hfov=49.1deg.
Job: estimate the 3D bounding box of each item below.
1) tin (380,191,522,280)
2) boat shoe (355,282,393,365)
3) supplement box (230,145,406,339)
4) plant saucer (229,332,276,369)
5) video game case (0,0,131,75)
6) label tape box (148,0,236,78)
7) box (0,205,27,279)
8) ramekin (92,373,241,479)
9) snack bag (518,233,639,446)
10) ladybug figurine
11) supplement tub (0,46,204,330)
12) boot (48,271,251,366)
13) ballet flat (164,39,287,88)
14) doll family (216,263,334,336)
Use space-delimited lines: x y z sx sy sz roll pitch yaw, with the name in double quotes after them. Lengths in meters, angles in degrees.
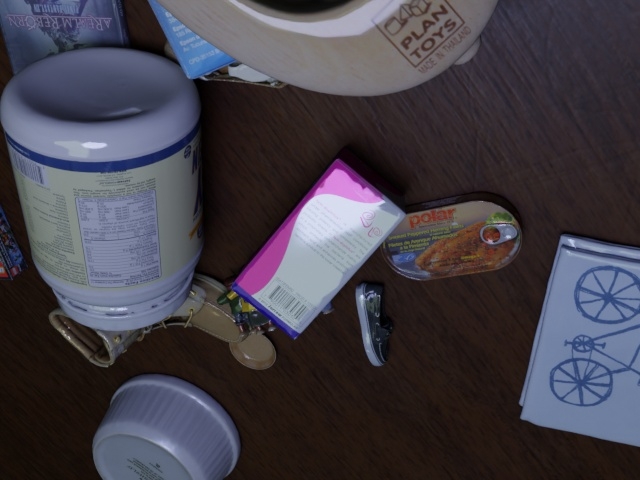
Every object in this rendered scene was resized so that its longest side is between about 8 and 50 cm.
0.172 -0.006 0.932 0.189 0.040 0.106 -10 120 25 "tin"
0.085 0.127 1.040 0.040 0.049 0.142 -4 117 22 "boat shoe"
0.000 0.000 0.914 0.111 0.114 0.220 40 107 -6 "supplement box"
-0.111 0.178 1.165 0.083 0.015 0.084 9 123 15 "plant saucer"
-0.356 -0.348 0.924 0.195 0.026 0.274 7 122 17 "video game case"
-0.097 -0.379 0.715 0.249 0.115 0.348 -19 113 13 "label tape box"
-0.647 -0.011 1.230 0.232 0.044 0.159 1 120 20 "box"
-0.294 0.388 1.296 0.272 0.127 0.273 9 123 15 "ramekin"
0.459 0.157 0.925 0.342 0.037 0.323 10 124 15 "snack bag"
-0.028 -0.316 0.589 0.305 0.162 0.449 -39 108 21 "ladybug figurine"
-0.274 -0.062 0.931 0.235 0.235 0.325 16 131 11 "supplement tub"
-0.249 0.123 1.063 0.261 0.203 0.095 32 130 1 "boot"
-0.116 -0.229 0.880 0.206 0.067 0.073 6 126 18 "ballet flat"
-0.066 0.070 1.033 0.192 0.076 0.112 -18 93 4 "doll family"
